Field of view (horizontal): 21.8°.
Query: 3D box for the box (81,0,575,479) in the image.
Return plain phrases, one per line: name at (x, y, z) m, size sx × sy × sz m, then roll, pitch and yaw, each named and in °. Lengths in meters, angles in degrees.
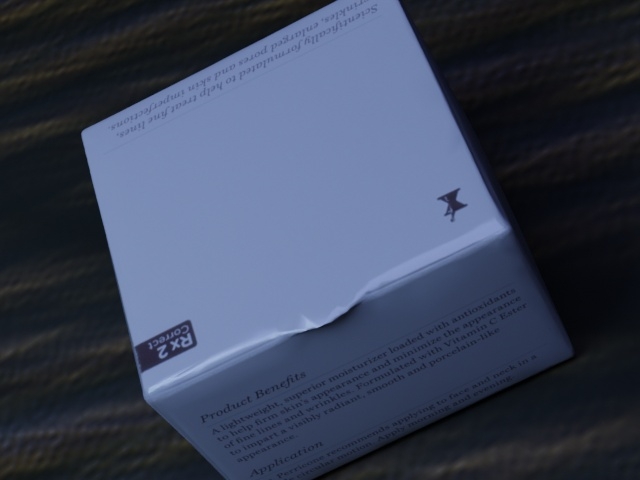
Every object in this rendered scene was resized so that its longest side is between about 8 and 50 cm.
box at (0.000, 0.000, 0.812) m, size 0.181 × 0.119 × 0.182 m, roll -26°, pitch 50°, yaw 7°
